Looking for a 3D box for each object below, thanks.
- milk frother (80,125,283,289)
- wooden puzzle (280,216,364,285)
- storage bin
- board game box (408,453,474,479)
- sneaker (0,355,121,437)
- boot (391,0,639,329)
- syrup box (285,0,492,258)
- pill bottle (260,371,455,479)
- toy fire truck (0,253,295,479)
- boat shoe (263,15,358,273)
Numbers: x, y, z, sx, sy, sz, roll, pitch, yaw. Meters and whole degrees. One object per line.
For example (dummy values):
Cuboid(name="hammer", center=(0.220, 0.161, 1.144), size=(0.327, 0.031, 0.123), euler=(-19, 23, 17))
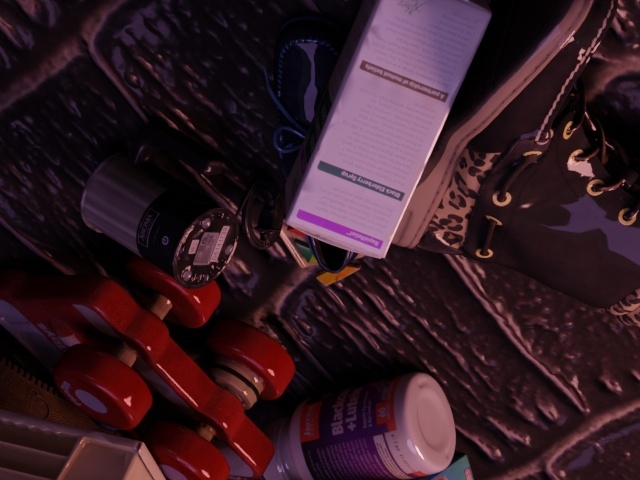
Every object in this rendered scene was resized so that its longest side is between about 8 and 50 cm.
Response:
Cuboid(name="milk frother", center=(-0.126, -0.030, 1.821), size=(0.135, 0.129, 0.143), euler=(31, 180, 33))
Cuboid(name="wooden puzzle", center=(0.000, 0.000, 1.871), size=(0.078, 0.014, 0.116), euler=(-19, 127, 30))
Cuboid(name="storage bin", center=(-0.283, 0.294, 1.984), size=(0.260, 0.123, 0.262), euler=(11, 151, 21))
Cuboid(name="board game box", center=(0.053, 0.286, 2.024), size=(0.160, 0.210, 0.047), euler=(-15, 92, 26))
Cuboid(name="sneaker", center=(-0.346, 0.225, 2.135), size=(0.153, 0.099, 0.282), euler=(-27, 124, 39))
Cuboid(name="boot", center=(0.238, -0.068, 1.647), size=(0.284, 0.138, 0.377), euler=(24, 140, -8))
Cuboid(name="syrup box", center=(0.053, -0.114, 1.611), size=(0.096, 0.093, 0.237), euler=(22, 109, -8))
Cuboid(name="pill bottle", center=(0.034, 0.209, 2.009), size=(0.193, 0.108, 0.108), euler=(-17, 129, 28))
Cuboid(name="toy fire truck", center=(-0.192, 0.136, 1.980), size=(0.254, 0.169, 0.302), euler=(0, 140, 50))
Cuboid(name="boat shoe", center=(0.014, -0.080, 1.726), size=(0.109, 0.089, 0.258), euler=(-4, 130, 18))
